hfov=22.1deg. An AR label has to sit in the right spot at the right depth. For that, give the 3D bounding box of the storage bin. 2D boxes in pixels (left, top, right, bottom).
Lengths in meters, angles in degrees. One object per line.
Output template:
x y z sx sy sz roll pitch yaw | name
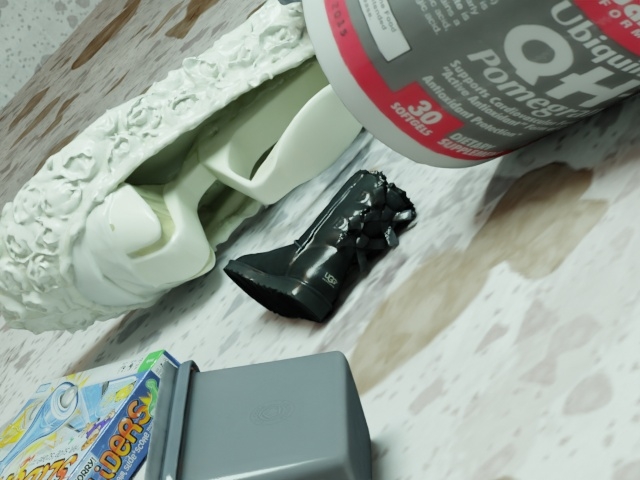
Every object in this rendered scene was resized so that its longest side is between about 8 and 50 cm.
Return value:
-0.022 0.113 0.774 0.091 0.098 0.135 -14 23 7 | storage bin

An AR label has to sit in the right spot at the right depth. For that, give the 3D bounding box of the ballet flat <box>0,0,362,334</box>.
-0.085 -0.054 1.204 0.409 0.147 0.147 -41 18 8 | ballet flat

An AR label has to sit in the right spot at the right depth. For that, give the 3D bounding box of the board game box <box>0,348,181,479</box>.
-0.177 0.147 1.116 0.201 0.035 0.136 -19 31 55 | board game box

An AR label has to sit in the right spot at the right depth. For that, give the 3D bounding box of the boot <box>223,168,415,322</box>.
-0.001 0.000 1.030 0.099 0.045 0.121 -52 26 -14 | boot

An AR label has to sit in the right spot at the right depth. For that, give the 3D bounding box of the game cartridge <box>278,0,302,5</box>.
0.110 -0.237 1.110 0.297 0.062 0.198 0 41 37 | game cartridge

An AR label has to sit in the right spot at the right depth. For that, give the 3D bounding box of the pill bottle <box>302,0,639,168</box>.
0.149 -0.164 0.838 0.318 0.176 0.176 -25 27 49 | pill bottle
